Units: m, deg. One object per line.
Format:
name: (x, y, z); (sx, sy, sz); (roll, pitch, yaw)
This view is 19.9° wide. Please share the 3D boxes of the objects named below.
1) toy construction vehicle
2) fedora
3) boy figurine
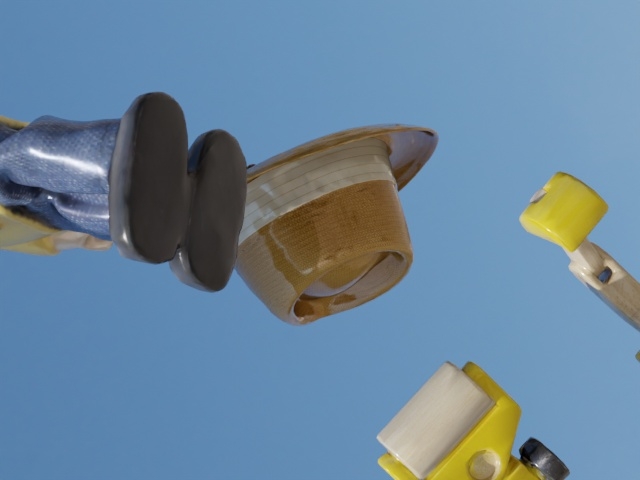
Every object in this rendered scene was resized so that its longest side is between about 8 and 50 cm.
toy construction vehicle: (0.058, 0.044, 0.391); (0.098, 0.086, 0.035); (41, 177, -26)
fedora: (0.000, 0.000, 1.103); (0.194, 0.194, 0.079); (2, -118, -59)
boy figurine: (-0.186, -0.027, 0.914); (0.177, 0.285, 0.092); (32, -119, -59)
